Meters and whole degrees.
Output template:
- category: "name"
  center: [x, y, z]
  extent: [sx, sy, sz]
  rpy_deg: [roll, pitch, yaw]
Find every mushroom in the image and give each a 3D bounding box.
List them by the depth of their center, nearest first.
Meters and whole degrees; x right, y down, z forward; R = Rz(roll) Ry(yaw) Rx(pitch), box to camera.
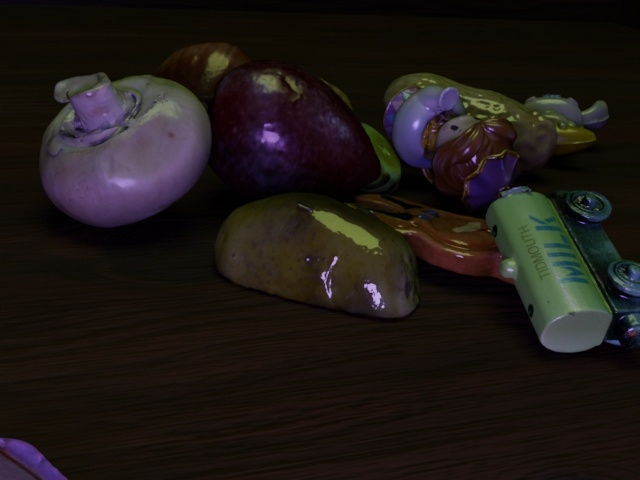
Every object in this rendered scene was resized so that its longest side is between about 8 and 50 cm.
- category: "mushroom"
  center: [-0.271, -0.134, 1.339]
  extent: [0.246, 0.202, 0.246]
  rpy_deg: [-14, 45, 14]

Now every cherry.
- category: "cherry"
  center: [-0.050, -0.147, 1.452]
  extent: [0.300, 0.203, 0.230]
  rpy_deg: [25, -16, -8]

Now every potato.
- category: "potato"
  center: [0.000, 0.000, 1.227]
  extent: [0.272, 0.111, 0.160]
  rpy_deg: [13, 24, 20]

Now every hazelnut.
- category: "hazelnut"
  center: [-0.203, -0.245, 1.741]
  extent: [0.214, 0.176, 0.214]
  rpy_deg: [-22, 34, 16]

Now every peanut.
- category: "peanut"
  center: [0.259, -0.201, 1.769]
  extent: [0.313, 0.152, 0.152]
  rpy_deg: [16, 22, 9]

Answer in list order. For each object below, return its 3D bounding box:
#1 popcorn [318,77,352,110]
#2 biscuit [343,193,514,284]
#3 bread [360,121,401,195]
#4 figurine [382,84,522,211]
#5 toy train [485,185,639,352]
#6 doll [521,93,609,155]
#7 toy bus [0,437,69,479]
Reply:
- category: "popcorn"
  center: [-0.031, -0.197, 1.671]
  extent: [0.170, 0.180, 0.180]
  rpy_deg: [-36, 18, 11]
- category: "biscuit"
  center: [0.175, -0.006, 1.344]
  extent: [0.334, 0.047, 0.202]
  rpy_deg: [19, 18, 23]
- category: "bread"
  center: [0.075, -0.125, 1.590]
  extent: [0.071, 0.130, 0.139]
  rpy_deg: [-34, 36, 17]
- category: "figurine"
  center: [0.212, -0.150, 1.586]
  extent: [0.142, 0.189, 0.263]
  rpy_deg: [-26, 40, -20]
- category: "toy train"
  center: [0.285, 0.029, 1.178]
  extent: [0.157, 0.105, 0.253]
  rpy_deg: [-2, 42, -11]
- category: "doll"
  center: [0.428, -0.223, 1.926]
  extent: [0.252, 0.111, 0.237]
  rpy_deg: [1, 18, 13]
- category: "toy bus"
  center: [-0.168, 0.222, 0.556]
  extent: [0.303, 0.147, 0.127]
  rpy_deg: [24, 21, 37]
